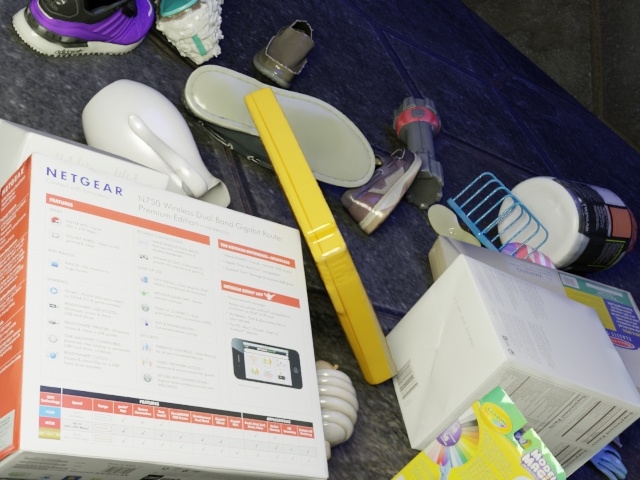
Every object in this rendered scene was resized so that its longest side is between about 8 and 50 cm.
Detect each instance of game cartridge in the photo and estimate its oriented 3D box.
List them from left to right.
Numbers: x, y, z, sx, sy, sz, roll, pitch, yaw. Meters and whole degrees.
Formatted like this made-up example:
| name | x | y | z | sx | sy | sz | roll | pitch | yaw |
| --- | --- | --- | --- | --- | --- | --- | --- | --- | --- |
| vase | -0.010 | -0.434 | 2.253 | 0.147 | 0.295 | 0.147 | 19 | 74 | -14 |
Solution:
| name | x | y | z | sx | sy | sz | roll | pitch | yaw |
| --- | --- | --- | --- | --- | --- | --- | --- | --- | --- |
| game cartridge | 0.000 | 0.000 | 1.189 | 0.323 | 0.053 | 0.285 | 65 | 1 | -50 |

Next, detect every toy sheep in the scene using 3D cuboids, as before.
| name | x | y | z | sx | sy | sz | roll | pitch | yaw |
| --- | --- | --- | --- | --- | --- | --- | --- | --- | --- |
| toy sheep | 0.002 | 0.198 | 1.064 | 0.091 | 0.091 | 0.132 | 24 | 45 | -27 |

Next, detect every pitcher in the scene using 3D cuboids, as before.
| name | x | y | z | sx | sy | sz | roll | pitch | yaw |
| --- | --- | --- | --- | --- | --- | --- | --- | --- | --- |
| pitcher | -0.215 | -0.118 | 1.178 | 0.207 | 0.125 | 0.178 | 47 | -14 | 7 |

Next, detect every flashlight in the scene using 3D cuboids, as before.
| name | x | y | z | sx | sy | sz | roll | pitch | yaw |
| --- | --- | --- | --- | --- | --- | --- | --- | --- | --- |
| flashlight | 0.202 | -0.179 | 1.849 | 0.103 | 0.103 | 0.304 | 33 | 33 | -23 |

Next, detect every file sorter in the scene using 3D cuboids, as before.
| name | x | y | z | sx | sy | sz | roll | pitch | yaw |
| --- | --- | --- | --- | --- | --- | --- | --- | --- | --- |
| file sorter | 0.339 | -0.040 | 1.729 | 0.118 | 0.104 | 0.170 | 44 | 9 | -26 |

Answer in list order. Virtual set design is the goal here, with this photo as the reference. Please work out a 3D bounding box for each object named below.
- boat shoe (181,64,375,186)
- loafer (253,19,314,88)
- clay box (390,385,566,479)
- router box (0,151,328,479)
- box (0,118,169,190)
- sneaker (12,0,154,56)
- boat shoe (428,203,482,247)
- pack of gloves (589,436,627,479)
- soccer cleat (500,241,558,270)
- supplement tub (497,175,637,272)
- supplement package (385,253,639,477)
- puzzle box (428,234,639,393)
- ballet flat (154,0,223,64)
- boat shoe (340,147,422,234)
| name | x | y | z | sx | sy | sz | roll | pitch | yaw |
| --- | --- | --- | --- | --- | --- | --- | --- | --- | --- |
| boat shoe | -0.074 | -0.176 | 1.492 | 0.340 | 0.113 | 0.127 | 18 | 79 | -20 |
| loafer | -0.068 | -0.385 | 1.818 | 0.094 | 0.087 | 0.251 | 32 | 29 | -14 |
| clay box | 0.172 | 0.272 | 1.011 | 0.053 | 0.222 | 0.127 | 0 | 48 | -51 |
| router box | -0.157 | 0.096 | 0.928 | 0.336 | 0.082 | 0.301 | 17 | 53 | -36 |
| box | -0.283 | -0.065 | 1.035 | 0.171 | 0.091 | 0.130 | 16 | 4 | -36 |
| sneaker | -0.327 | -0.368 | 1.405 | 0.102 | 0.146 | 0.293 | 51 | 30 | 1 |
| boat shoe | 0.254 | -0.015 | 1.723 | 0.133 | 0.049 | 0.042 | 46 | 0 | 23 |
| pack of gloves | 0.423 | 0.279 | 1.495 | 0.232 | 0.046 | 0.195 | 36 | 27 | -7 |
| soccer cleat | 0.426 | 0.103 | 1.723 | 0.248 | 0.083 | 0.095 | 51 | 34 | 15 |
| supplement tub | 0.531 | -0.027 | 1.913 | 0.316 | 0.193 | 0.193 | 5 | 43 | -48 |
| supplement package | 0.263 | 0.187 | 1.265 | 0.263 | 0.198 | 0.199 | 22 | 33 | -27 |
| puzzle box | 0.392 | 0.143 | 1.552 | 0.409 | 0.052 | 0.272 | 16 | 35 | -15 |
| ballet flat | -0.240 | -0.458 | 1.711 | 0.147 | 0.147 | 0.408 | 26 | 34 | -24 |
| boat shoe | 0.106 | -0.111 | 1.621 | 0.092 | 0.103 | 0.285 | 42 | 33 | -6 |
